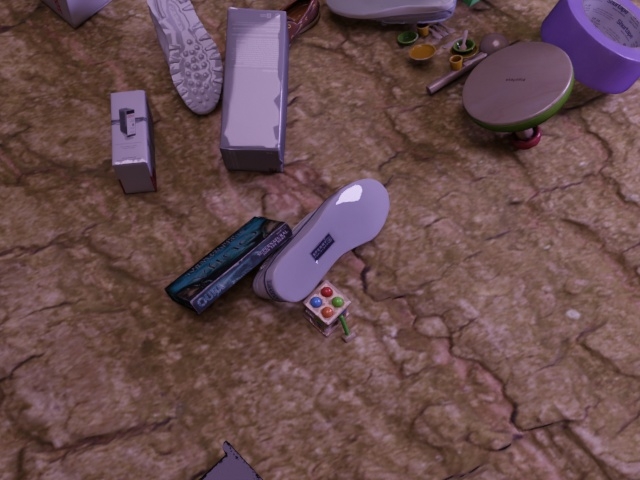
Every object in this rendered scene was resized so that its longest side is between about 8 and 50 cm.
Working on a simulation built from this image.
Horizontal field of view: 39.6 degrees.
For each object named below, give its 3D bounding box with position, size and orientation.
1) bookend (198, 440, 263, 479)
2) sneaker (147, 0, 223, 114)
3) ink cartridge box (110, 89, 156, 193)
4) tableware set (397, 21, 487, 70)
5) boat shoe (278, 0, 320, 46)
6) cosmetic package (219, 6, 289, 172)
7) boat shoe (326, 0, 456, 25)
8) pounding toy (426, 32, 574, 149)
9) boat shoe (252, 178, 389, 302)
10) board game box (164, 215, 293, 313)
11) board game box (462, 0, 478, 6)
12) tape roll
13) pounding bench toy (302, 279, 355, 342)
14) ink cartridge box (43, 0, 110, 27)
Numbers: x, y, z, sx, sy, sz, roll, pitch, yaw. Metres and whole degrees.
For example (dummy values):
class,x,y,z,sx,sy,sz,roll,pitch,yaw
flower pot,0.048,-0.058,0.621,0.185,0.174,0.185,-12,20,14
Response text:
class,x,y,z,sx,sy,sz,roll,pitch,yaw
bookend,-0.129,0.386,1.201,0.156,0.072,0.157,42,72,17
sneaker,-0.228,-0.323,1.513,0.090,0.095,0.235,-17,87,-14
ink cartridge box,-0.299,-0.157,1.424,0.056,0.099,0.135,-6,65,-3
tableware set,0.204,-0.337,1.530,0.104,0.024,0.154,-28,46,-12
boat shoe,-0.069,-0.371,1.547,0.064,0.060,0.178,39,71,14
cosmetic package,-0.103,-0.237,1.430,0.107,0.127,0.238,5,76,1
boat shoe,0.125,-0.409,1.559,0.228,0.081,0.079,2,70,11
pounding toy,0.323,-0.238,1.492,0.183,0.110,0.237,-43,44,-7
boat shoe,0.000,0.000,1.369,0.267,0.088,0.096,-49,114,-27
board game box,-0.139,0.032,1.337,0.186,0.126,0.026,-41,111,-18
board game box,0.298,-0.567,1.621,0.317,0.046,0.213,-37,72,-28
tape roll,0.473,-0.343,1.501,0.189,0.080,0.189,15,49,-18
pounding bench toy,0.020,0.111,1.331,0.083,0.065,0.052,41,71,15
ink cartridge box,-0.493,-0.538,1.529,0.289,0.211,0.121,40,69,14
